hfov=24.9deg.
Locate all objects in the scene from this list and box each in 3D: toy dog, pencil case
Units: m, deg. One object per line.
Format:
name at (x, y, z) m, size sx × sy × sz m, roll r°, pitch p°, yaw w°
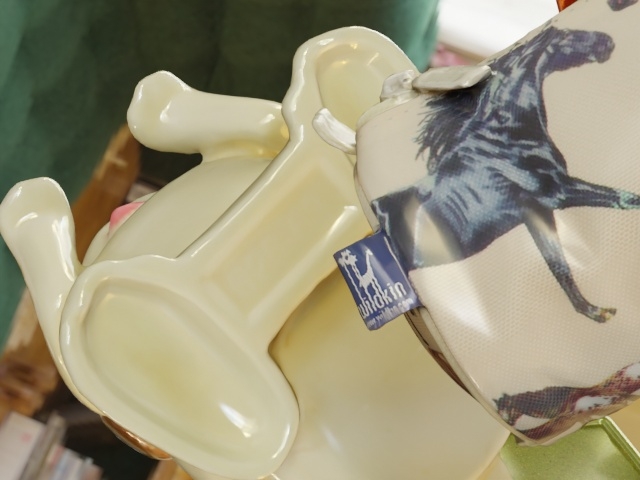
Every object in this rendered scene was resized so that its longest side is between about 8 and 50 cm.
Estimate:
toy dog at (-0.039, 0.050, 1.062) m, size 0.284 × 0.395 × 0.408 m, roll -56°, pitch -160°, yaw -14°
pencil case at (0.199, -0.080, 0.606) m, size 0.410 × 0.183 × 0.160 m, roll -34°, pitch -164°, yaw 16°

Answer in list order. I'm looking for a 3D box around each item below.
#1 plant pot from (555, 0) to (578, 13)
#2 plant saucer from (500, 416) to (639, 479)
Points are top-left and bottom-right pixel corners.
plant pot at (0.370, -0.245, 1.249) m, size 0.236 × 0.267 × 0.267 m, roll -41°, pitch 145°, yaw -6°
plant saucer at (0.194, 0.197, 1.158) m, size 0.188 × 0.188 × 0.045 m, roll -121°, pitch -148°, yaw -59°
